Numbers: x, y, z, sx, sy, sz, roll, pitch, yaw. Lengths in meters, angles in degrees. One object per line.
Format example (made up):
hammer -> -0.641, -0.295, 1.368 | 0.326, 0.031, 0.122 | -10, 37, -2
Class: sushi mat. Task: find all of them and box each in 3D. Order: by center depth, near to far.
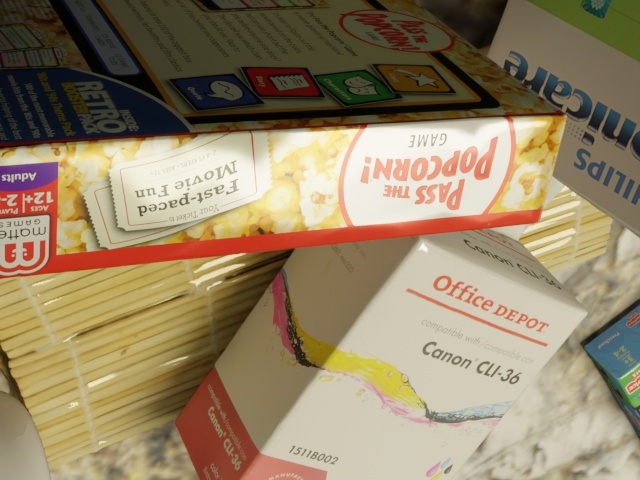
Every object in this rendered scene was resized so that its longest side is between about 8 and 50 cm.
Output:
sushi mat -> 0.000, 0.000, 0.538 | 0.317, 0.019, 0.151 | -20, 129, -13

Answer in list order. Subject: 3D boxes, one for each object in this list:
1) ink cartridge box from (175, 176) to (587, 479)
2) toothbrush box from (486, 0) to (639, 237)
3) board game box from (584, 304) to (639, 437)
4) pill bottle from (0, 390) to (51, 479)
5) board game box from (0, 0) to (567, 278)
ink cartridge box -> 0.037, 0.044, 0.531 | 0.115, 0.067, 0.198 | 22, 111, -37
toothbrush box -> 0.208, -0.148, 0.453 | 0.206, 0.122, 0.283 | -5, 125, -41
board game box -> 0.270, 0.085, 0.718 | 0.160, 0.039, 0.211 | -38, 131, 0
pill bottle -> -0.240, 0.136, 0.427 | 0.264, 0.146, 0.146 | -2, 121, -26
board game box -> -0.037, -0.051, 0.403 | 0.194, 0.146, 0.045 | -6, 123, -23
